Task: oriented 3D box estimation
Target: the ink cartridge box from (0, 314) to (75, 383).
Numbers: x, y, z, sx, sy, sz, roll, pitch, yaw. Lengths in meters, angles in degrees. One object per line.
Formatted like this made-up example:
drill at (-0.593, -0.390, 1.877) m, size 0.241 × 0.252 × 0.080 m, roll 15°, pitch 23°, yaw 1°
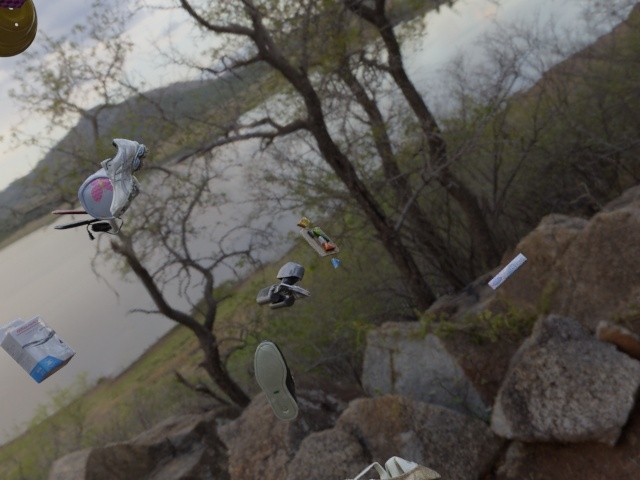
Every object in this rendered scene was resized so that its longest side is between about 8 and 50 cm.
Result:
ink cartridge box at (-0.742, 0.267, 1.515) m, size 0.060 × 0.180 × 0.104 m, roll -46°, pitch -1°, yaw 27°

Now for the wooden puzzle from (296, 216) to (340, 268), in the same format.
wooden puzzle at (0.000, 0.000, 1.083) m, size 0.014 × 0.116 × 0.078 m, roll -48°, pitch -7°, yaw 22°

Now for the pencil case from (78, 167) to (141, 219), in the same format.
pencil case at (-0.540, -0.125, 1.516) m, size 0.273 × 0.124 × 0.113 m, roll -136°, pitch 66°, yaw -74°

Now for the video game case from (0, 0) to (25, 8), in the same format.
video game case at (-0.737, -0.559, 1.153) m, size 0.042 × 0.210 × 0.232 m, roll -32°, pitch 3°, yaw 29°

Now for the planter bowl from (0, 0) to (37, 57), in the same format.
planter bowl at (-0.770, -0.561, 1.419) m, size 0.091 × 0.217 × 0.217 m, roll 5°, pitch 32°, yaw 36°

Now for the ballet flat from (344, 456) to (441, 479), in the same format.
ballet flat at (0.114, 0.382, 0.933) m, size 0.206 × 0.067 × 0.073 m, roll 3°, pitch -37°, yaw -43°

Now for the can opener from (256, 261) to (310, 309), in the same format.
can opener at (-0.091, 0.117, 1.472) m, size 0.283 × 0.076 × 0.095 m, roll 153°, pitch 137°, yaw -69°

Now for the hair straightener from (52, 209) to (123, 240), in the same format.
hair straightener at (-0.641, -0.044, 1.635) m, size 0.047 × 0.088 × 0.230 m, roll 1°, pitch 5°, yaw 26°

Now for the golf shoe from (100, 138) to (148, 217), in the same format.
golf shoe at (-0.446, -0.140, 1.290) m, size 0.069 × 0.086 × 0.176 m, roll -9°, pitch 65°, yaw 61°

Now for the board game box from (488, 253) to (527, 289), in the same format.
board game box at (0.393, 0.066, 1.223) m, size 0.090 × 0.020 × 0.090 m, roll -46°, pitch -19°, yaw 12°

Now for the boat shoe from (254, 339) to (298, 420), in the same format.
boat shoe at (-0.114, 0.353, 1.519) m, size 0.084 × 0.232 × 0.079 m, roll -13°, pitch 22°, yaw 9°
